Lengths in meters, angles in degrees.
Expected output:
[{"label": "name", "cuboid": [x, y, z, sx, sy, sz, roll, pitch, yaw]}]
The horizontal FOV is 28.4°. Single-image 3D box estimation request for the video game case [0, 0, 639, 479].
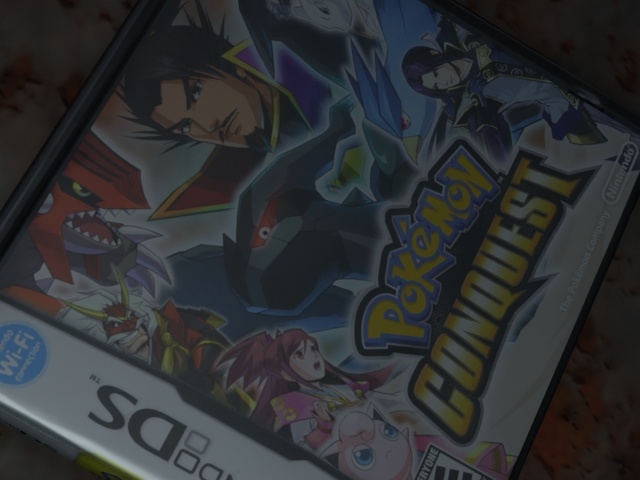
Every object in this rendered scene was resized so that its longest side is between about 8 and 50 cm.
[{"label": "video game case", "cuboid": [0.000, 0.000, 0.565, 0.248, 0.035, 0.274, 30, 69, -6]}]
